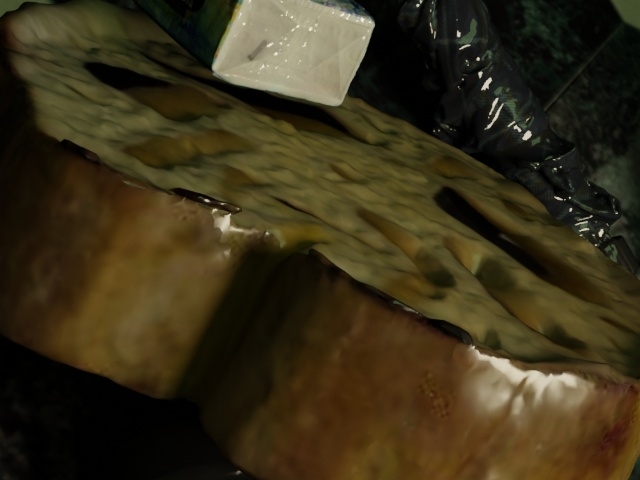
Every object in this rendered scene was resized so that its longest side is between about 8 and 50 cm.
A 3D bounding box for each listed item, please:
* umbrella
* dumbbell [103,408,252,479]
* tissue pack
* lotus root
[{"bbox_3d":[0.116,-0.061,1.142,0.224,0.071,0.080,55,7,-3],"label":"umbrella"},{"bbox_3d":[-0.038,0.179,0.841,0.100,0.100,0.191,6,55,-29],"label":"dumbbell"},{"bbox_3d":[-0.033,-0.130,0.955,0.085,0.079,0.111,11,21,-36],"label":"tissue pack"},{"bbox_3d":[0.000,0.000,0.918,0.390,0.111,0.375,30,22,20],"label":"lotus root"}]
